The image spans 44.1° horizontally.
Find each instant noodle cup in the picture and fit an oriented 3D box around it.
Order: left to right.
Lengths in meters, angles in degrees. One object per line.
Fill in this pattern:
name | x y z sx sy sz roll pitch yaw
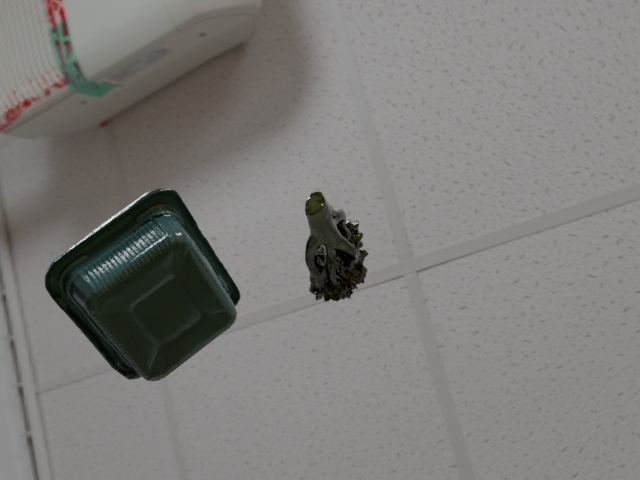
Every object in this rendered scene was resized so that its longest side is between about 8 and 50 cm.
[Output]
instant noodle cup | -0.164 0.058 0.789 0.157 0.179 0.070 -38 -139 -13

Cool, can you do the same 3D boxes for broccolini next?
broccolini | 0.015 0.010 0.766 0.068 0.203 0.091 36 -98 10
